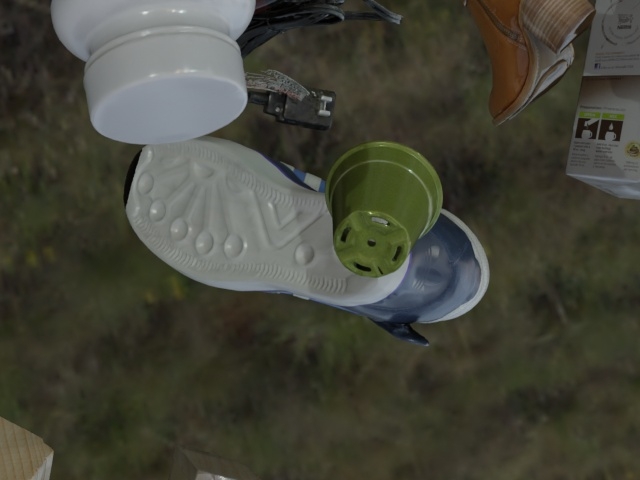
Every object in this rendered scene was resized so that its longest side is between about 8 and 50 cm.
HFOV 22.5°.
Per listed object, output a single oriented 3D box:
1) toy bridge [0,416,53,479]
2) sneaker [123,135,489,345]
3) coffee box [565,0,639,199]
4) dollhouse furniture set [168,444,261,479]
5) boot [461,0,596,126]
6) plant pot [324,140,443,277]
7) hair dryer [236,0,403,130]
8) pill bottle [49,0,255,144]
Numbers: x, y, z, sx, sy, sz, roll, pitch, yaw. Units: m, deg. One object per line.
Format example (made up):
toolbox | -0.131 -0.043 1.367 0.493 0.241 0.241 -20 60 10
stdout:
toy bridge | -0.092 0.107 0.355 0.063 0.026 0.188 -56 169 -39
sneaker | 0.000 0.000 1.495 0.323 0.130 0.236 17 -178 35
coffee box | 0.364 -0.175 1.785 0.098 0.246 0.141 7 175 36
dollhouse furniture set | 0.007 0.293 1.241 0.303 0.198 0.286 17 178 -11
boot | 0.153 -0.199 1.409 0.073 0.152 0.197 -37 165 -29
plant pot | 0.039 -0.014 1.095 0.083 0.083 0.079 -27 -159 21
hair dryer | -0.093 -0.192 1.233 0.293 0.080 0.223 17 153 -8
pill bottle | -0.091 -0.148 0.840 0.108 0.180 0.108 -10 161 -3
